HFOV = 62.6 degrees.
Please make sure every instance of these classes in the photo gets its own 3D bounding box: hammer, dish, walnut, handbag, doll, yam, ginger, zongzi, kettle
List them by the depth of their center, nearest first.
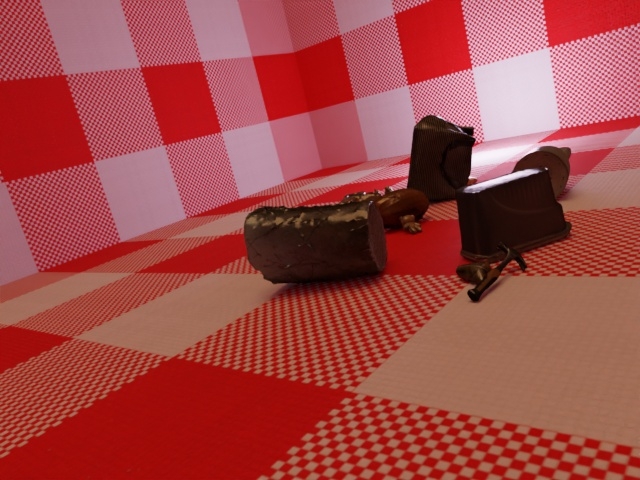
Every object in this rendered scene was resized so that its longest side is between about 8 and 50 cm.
[{"bbox_3d":[0.371,0.072,1.108,0.078,0.021,0.201,38,49,19],"label":"hammer"},{"bbox_3d":[0.329,0.082,1.149,0.076,0.040,0.083,-14,28,35],"label":"zongzi"},{"bbox_3d":[0.000,0.000,1.408,0.347,0.241,0.241,-4,16,22],"label":"yam"},{"bbox_3d":[0.294,-0.053,1.713,0.061,0.051,0.093,-10,13,-13],"label":"doll"},{"bbox_3d":[0.721,-0.218,1.760,0.240,0.165,0.255,-40,-3,32],"label":"kettle"},{"bbox_3d":[0.270,-0.112,1.809,0.245,0.137,0.137,-10,10,-22],"label":"walnut"},{"bbox_3d":[0.480,-0.315,2.082,0.240,0.341,0.247,8,21,15],"label":"handbag"},{"bbox_3d":[0.182,-0.141,2.096,0.258,0.065,0.149,-12,42,-2],"label":"ginger"},{"bbox_3d":[0.165,-0.160,2.234,0.227,0.086,0.236,-11,14,14],"label":"dish"}]

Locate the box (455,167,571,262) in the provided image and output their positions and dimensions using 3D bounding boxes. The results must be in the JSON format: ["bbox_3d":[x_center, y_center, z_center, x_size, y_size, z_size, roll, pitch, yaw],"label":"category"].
[{"bbox_3d":[0.471,-0.068,1.299,0.273,0.179,0.138,-18,14,-14],"label":"box"}]

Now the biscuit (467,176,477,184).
[{"bbox_3d":[0.586,-0.266,2.360,0.160,0.030,0.250,-15,13,-2],"label":"biscuit"}]
